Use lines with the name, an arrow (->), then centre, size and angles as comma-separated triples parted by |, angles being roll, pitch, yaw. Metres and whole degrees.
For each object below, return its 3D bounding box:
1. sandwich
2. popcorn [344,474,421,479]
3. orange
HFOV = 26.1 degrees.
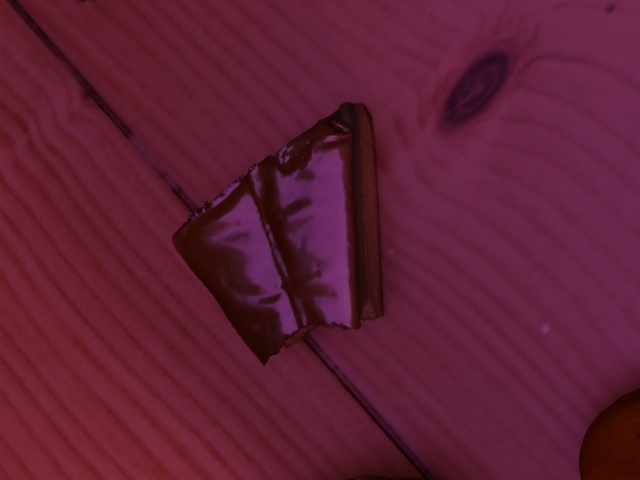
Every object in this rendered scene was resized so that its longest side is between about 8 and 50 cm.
sandwich -> 0.000, 0.000, 1.335 | 0.220, 0.108, 0.186 | -39, 84, 13
popcorn -> 0.047, 0.316, 1.304 | 0.221, 0.204, 0.184 | -14, 111, 14
orange -> 0.314, 0.198, 1.245 | 0.159, 0.159, 0.136 | 17, 66, 14
